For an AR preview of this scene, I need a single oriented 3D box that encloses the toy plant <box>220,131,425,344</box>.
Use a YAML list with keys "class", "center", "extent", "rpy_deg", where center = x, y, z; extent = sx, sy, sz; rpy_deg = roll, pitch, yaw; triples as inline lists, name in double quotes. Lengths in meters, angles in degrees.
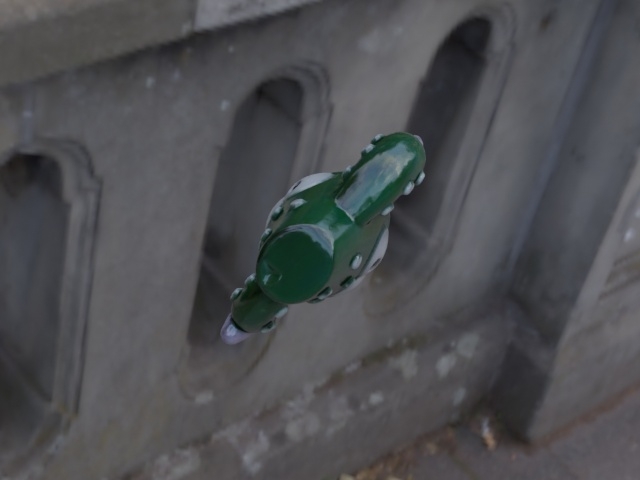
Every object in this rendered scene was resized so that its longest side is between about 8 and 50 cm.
- class: "toy plant"
  center: [0.004, -0.004, 1.396]
  extent: [0.112, 0.232, 0.243]
  rpy_deg: [45, 46, 0]
